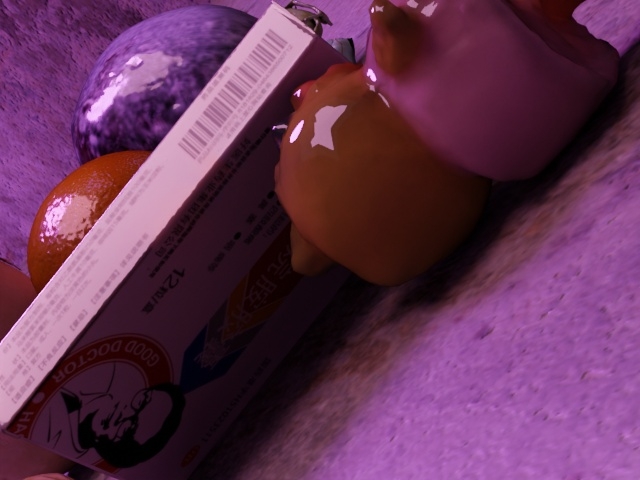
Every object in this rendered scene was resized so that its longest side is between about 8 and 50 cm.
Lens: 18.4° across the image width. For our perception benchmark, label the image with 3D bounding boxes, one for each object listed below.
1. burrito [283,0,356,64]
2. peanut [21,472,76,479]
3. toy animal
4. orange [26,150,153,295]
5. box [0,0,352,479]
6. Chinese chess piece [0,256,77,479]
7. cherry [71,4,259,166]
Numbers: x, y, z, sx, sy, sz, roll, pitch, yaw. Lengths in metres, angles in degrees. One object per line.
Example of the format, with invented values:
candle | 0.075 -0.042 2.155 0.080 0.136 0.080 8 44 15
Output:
burrito | -0.015 -0.159 2.030 0.288 0.104 0.054 -87 -9 -48
peanut | -0.242 0.250 1.637 0.103 0.098 0.229 -11 -10 -29
toy animal | 0.074 -0.082 1.288 0.281 0.195 0.169 -42 54 24
orange | -0.191 0.005 1.964 0.206 0.206 0.206 -49 12 14
box | -0.076 0.017 1.450 0.353 0.214 0.069 -50 54 4
Chinese chess piece | -0.320 0.126 1.927 0.097 0.251 0.251 -44 13 22
cherry | -0.152 -0.142 2.196 0.296 0.218 0.255 -26 19 35
